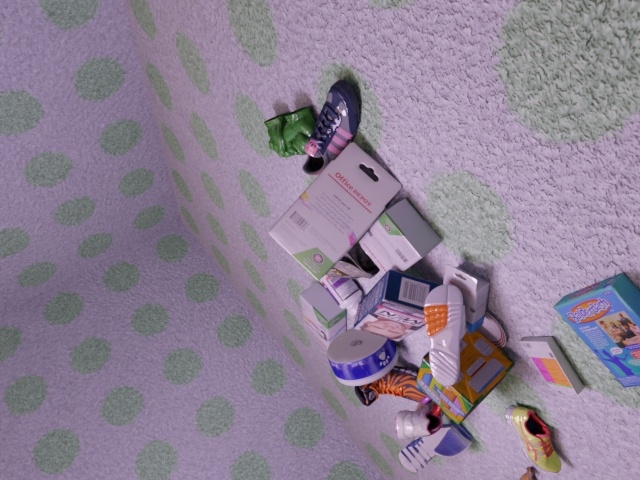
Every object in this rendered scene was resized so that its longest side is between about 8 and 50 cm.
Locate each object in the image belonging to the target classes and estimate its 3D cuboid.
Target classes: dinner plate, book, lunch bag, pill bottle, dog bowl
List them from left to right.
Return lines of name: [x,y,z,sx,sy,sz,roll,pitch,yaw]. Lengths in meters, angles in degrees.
lunch bag: [0.055,0.013,1.513,0.235,0.169,0.287,-9,112,56]
pill bottle: [0.095,0.200,1.756,0.193,0.108,0.108,52,156,11]
dog bowl: [0.161,0.436,1.731,0.265,0.265,0.104,5,122,60]
dinner plate: [0.456,0.240,1.242,0.141,0.017,0.141,43,153,28]
book: [0.565,0.304,1.099,0.144,0.035,0.096,57,159,0]

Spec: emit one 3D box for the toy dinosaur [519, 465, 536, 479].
toy dinosaur: [0.684,0.813,1.487,0.211,0.064,0.112,100,151,-44]

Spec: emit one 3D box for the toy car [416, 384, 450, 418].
toy car: [0.409,0.530,1.537,0.182,0.136,0.159,46,154,22]

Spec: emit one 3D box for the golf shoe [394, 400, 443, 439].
golf shoe: [0.391,0.647,1.601,0.140,0.306,0.115,-15,78,37]

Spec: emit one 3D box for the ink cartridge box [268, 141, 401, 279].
ink cartridge box: [0.046,-0.084,1.293,0.207,0.353,0.119,44,-175,6]

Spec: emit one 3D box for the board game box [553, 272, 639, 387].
board game box: [0.593,0.181,0.874,0.210,0.047,0.160,52,156,10]

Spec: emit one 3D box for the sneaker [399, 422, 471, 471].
sneaker: [0.459,0.781,1.775,0.127,0.182,0.315,51,126,10]

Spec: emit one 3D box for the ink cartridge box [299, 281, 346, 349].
ink cartridge box: [0.015,0.362,2.093,0.201,0.117,0.278,40,152,32]

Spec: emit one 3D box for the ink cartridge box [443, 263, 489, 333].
ink cartridge box: [0.384,0.143,1.186,0.104,0.060,0.180,32,137,44]

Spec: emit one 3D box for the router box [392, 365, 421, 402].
router box: [0.355,0.584,1.814,0.133,0.046,0.179,60,155,-6]

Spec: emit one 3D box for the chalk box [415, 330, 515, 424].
chalk box: [0.410,0.403,1.316,0.179,0.180,0.289,42,160,29]

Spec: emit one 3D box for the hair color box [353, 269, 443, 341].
hair color box: [0.234,0.217,1.412,0.174,0.105,0.347,17,154,-3]

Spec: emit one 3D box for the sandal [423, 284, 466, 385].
sandal: [0.332,0.243,1.177,0.102,0.076,0.265,4,97,35]

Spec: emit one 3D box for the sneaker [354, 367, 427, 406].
sneaker: [0.253,0.569,1.691,0.321,0.180,0.124,11,123,36]

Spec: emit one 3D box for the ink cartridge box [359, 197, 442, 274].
ink cartridge box: [0.223,0.003,1.293,0.160,0.092,0.219,52,156,8]

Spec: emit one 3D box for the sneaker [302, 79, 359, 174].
sneaker: [0.021,-0.297,1.258,0.112,0.131,0.319,47,154,22]

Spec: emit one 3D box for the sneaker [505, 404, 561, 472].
sneaker: [0.617,0.565,1.262,0.208,0.081,0.094,54,154,7]

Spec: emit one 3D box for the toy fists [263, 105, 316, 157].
toy fists: [-0.095,-0.343,1.464,0.279,0.096,0.142,9,129,57]
